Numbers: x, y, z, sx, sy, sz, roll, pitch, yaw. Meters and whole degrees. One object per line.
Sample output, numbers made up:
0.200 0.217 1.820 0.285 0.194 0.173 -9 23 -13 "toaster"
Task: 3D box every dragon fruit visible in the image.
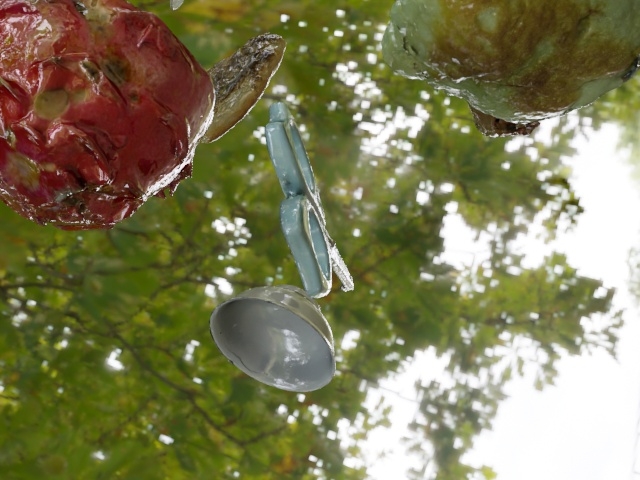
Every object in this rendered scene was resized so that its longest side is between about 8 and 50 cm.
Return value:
-0.341 -0.148 1.303 0.371 0.386 0.249 34 -129 -29 "dragon fruit"

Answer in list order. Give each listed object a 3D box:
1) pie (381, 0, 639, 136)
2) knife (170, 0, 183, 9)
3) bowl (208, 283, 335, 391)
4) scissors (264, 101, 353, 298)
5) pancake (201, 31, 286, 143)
0.205 -0.213 0.978 0.274 0.257 0.106 26 -125 -39 "pie"
-0.208 -0.382 1.436 0.336 0.043 0.081 -87 13 -81 "knife"
-0.053 0.118 1.348 0.086 0.188 0.189 -62 -33 -42 "bowl"
-0.001 0.000 0.996 0.360 0.029 0.191 64 -167 -69 "scissors"
-0.200 -0.278 1.786 0.266 0.244 0.057 -61 -42 -32 "pancake"
